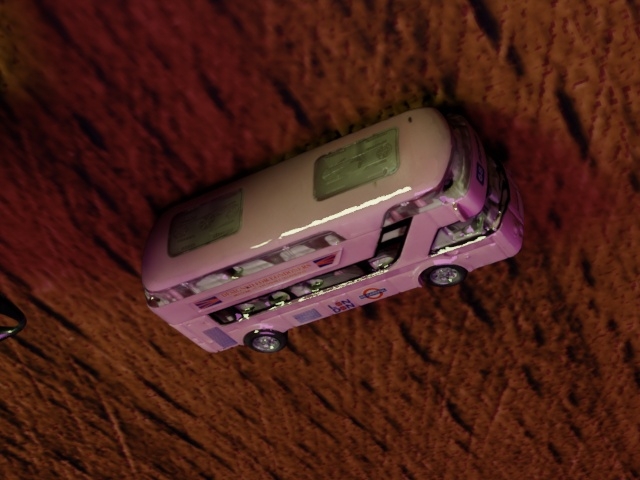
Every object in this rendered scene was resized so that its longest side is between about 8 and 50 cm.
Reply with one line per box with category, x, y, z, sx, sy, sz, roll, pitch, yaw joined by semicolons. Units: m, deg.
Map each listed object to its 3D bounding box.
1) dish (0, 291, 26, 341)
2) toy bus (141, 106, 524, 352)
dish;-0.269;-0.053;0.465;0.303;0.120;0.303;-1;144;0
toy bus;0.000;0.000;0.592;0.203;0.063;0.090;-20;139;25
